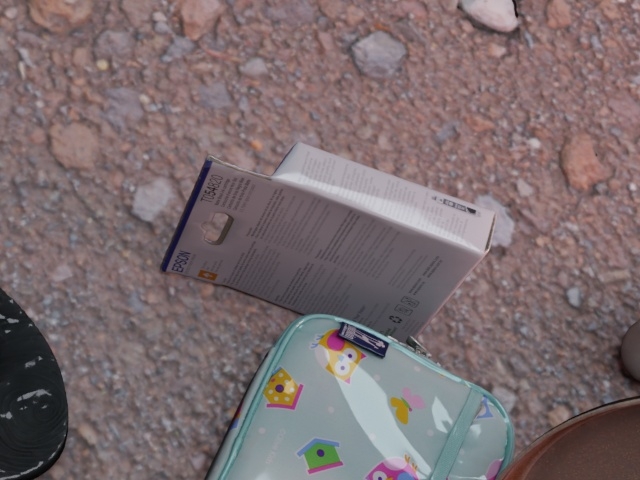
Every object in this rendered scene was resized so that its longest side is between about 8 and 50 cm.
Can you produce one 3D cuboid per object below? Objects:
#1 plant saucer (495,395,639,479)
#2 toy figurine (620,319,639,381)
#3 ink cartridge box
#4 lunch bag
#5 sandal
[{"bbox_3d":[0.270,0.230,1.406,0.311,0.310,0.050,20,32,-5],"label":"plant saucer"},{"bbox_3d":[0.320,0.133,1.502,0.148,0.213,0.209,8,68,1],"label":"toy figurine"},{"bbox_3d":[0.000,0.000,1.470,0.224,0.223,0.045,19,64,-7],"label":"ink cartridge box"},{"bbox_3d":[0.024,0.204,1.450,0.224,0.108,0.279,27,63,-1],"label":"lunch bag"},{"bbox_3d":[-0.358,0.007,1.441,0.168,0.107,0.445,-34,79,-24],"label":"sandal"}]
